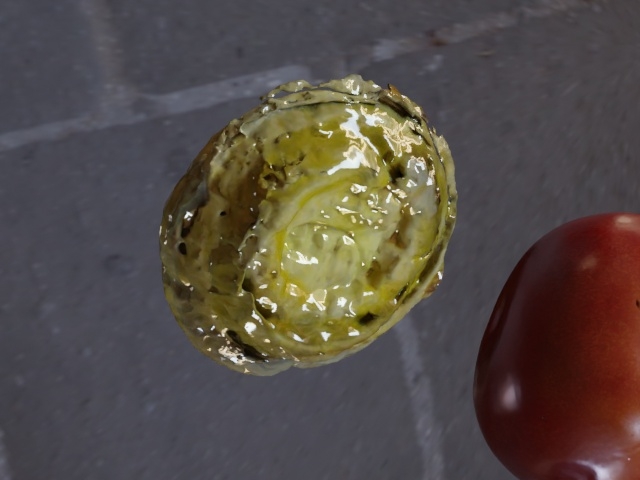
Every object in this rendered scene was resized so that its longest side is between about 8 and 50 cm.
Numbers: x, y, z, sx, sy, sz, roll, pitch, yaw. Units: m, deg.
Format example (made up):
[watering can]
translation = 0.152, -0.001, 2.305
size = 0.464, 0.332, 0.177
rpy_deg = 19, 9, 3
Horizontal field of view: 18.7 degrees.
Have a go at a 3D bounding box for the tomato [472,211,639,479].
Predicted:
[tomato]
translation = 0.176, 0.074, 1.269
size = 0.136, 0.195, 0.195
rpy_deg = 18, 98, -4

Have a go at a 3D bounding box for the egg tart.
[egg tart]
translation = 0.000, 0.000, 1.625
size = 0.279, 0.095, 0.279
rpy_deg = -12, 122, -21
